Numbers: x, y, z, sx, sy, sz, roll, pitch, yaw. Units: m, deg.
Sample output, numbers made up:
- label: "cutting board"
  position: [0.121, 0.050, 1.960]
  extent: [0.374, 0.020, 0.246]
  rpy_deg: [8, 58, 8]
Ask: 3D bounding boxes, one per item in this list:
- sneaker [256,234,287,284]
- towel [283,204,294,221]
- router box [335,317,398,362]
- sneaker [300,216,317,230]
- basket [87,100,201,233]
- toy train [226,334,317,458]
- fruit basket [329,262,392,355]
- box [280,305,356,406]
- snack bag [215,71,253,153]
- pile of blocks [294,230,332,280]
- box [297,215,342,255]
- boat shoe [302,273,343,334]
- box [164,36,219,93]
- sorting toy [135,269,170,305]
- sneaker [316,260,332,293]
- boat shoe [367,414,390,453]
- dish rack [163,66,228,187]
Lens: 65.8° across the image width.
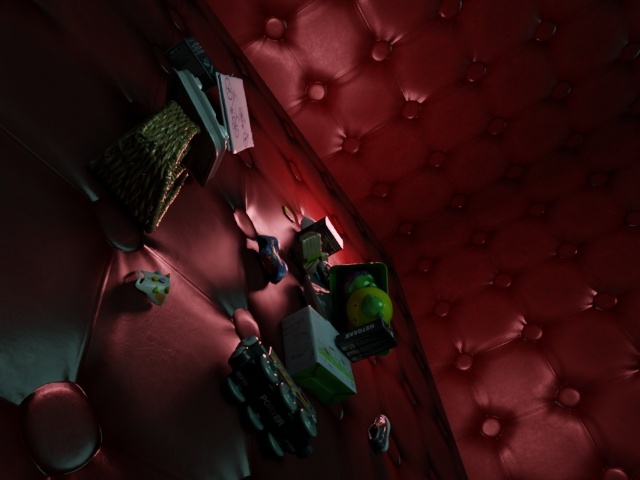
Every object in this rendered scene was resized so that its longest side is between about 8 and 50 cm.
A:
- label: "sneaker"
  position: [-0.186, 0.067, 1.777]
  extent: [0.087, 0.083, 0.221]
  rpy_deg: [27, 30, -43]
- label: "towel"
  position: [-0.150, -0.125, 2.340]
  extent: [0.083, 0.009, 0.060]
  rpy_deg: [47, 20, -46]
- label: "router box"
  position: [0.161, 0.349, 1.717]
  extent: [0.133, 0.178, 0.046]
  rpy_deg: [53, 18, -39]
- label: "sneaker"
  position: [-0.032, -0.033, 2.455]
  extent: [0.258, 0.094, 0.091]
  rpy_deg: [52, -4, -41]
- label: "basket"
  position: [-0.395, -0.204, 1.272]
  extent: [0.223, 0.213, 0.299]
  rpy_deg: [54, 17, -23]
- label: "toy train"
  position: [-0.122, 0.400, 1.279]
  extent: [0.334, 0.142, 0.190]
  rpy_deg: [57, 3, -10]
- label: "fruit basket"
  position: [0.164, 0.271, 1.942]
  extent: [0.392, 0.282, 0.392]
  rpy_deg: [-4, 90, -69]
- label: "box"
  position: [-0.005, 0.389, 1.673]
  extent: [0.262, 0.126, 0.231]
  rpy_deg: [48, 19, -41]
- label: "snack bag"
  position: [-0.366, -0.550, 2.129]
  extent: [0.342, 0.037, 0.323]
  rpy_deg: [-68, 151, -73]
- label: "pile of blocks"
  position: [-0.031, 0.111, 2.183]
  extent: [0.112, 0.149, 0.362]
  rpy_deg: [15, -37, 45]
- label: "box"
  position: [0.000, 0.000, 2.322]
  extent: [0.156, 0.158, 0.093]
  rpy_deg: [55, 15, -21]
- label: "boat shoe"
  position: [-0.011, 0.271, 1.952]
  extent: [0.118, 0.103, 0.320]
  rpy_deg: [26, 32, -48]
- label: "box"
  position: [-0.505, -0.697, 1.992]
  extent: [0.207, 0.108, 0.153]
  rpy_deg: [57, 15, -20]
- label: "sorting toy"
  position: [-0.385, 0.096, 1.127]
  extent: [0.075, 0.045, 0.083]
  rpy_deg: [25, 35, -35]
- label: "sneaker"
  position: [0.030, 0.208, 2.109]
  extent: [0.267, 0.106, 0.101]
  rpy_deg: [64, 31, -25]
- label: "boat shoe"
  position: [0.229, 0.736, 1.944]
  extent: [0.083, 0.065, 0.183]
  rpy_deg: [58, 16, -18]
- label: "dish rack"
  position: [-0.372, -0.336, 1.490]
  extent: [0.286, 0.072, 0.333]
  rpy_deg: [63, -24, 3]
